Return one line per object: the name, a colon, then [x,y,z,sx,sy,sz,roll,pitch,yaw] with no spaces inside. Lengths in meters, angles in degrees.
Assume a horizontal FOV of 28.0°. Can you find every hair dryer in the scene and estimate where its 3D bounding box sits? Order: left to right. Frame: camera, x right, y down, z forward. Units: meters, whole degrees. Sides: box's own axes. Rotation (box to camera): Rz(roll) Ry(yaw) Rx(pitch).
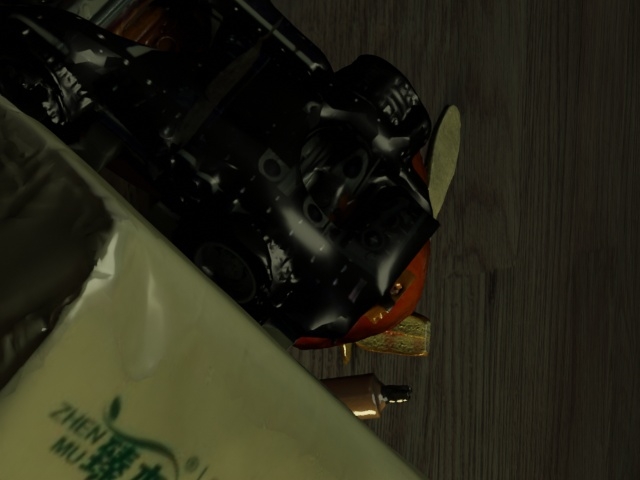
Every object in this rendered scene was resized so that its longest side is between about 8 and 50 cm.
hair dryer: [-0.025,0.114,0.930,0.064,0.182,0.117,-84,165,-64]

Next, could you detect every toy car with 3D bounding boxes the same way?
toy car: [-0.063,-0.066,0.760,0.301,0.118,0.193,44,50,-4]

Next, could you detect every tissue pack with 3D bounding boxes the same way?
tissue pack: [-0.123,0.150,0.599,0.297,0.207,0.380,-48,137,-4]

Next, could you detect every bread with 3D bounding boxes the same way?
bread: [0.062,0.085,1.230,0.109,0.062,0.043,-169,-97,-75]

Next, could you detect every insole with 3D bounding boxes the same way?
insole: [0.123,-0.062,1.370,0.063,0.010,0.192,49,50,-54]

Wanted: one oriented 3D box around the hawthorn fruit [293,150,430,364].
hawthorn fruit: [0.000,0.000,0.948,0.189,0.189,0.251,-57,135,-43]
